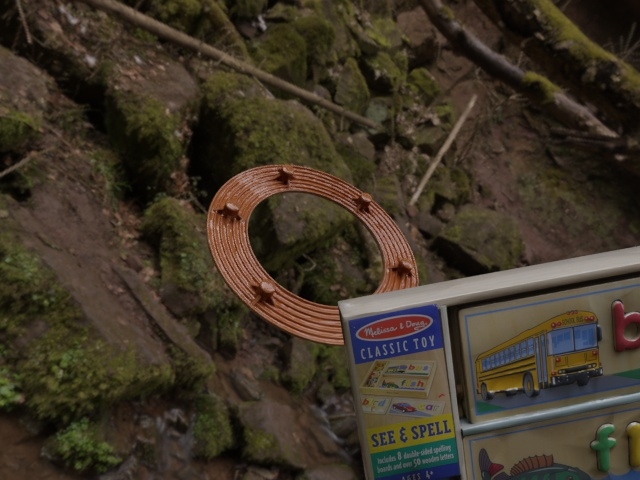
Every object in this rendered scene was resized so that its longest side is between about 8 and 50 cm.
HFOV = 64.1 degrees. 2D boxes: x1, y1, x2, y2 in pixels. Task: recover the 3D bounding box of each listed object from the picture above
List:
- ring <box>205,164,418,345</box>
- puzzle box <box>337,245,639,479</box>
[{"bbox_3d":[0.000,0.000,0.755,0.336,0.032,0.337,16,46,-17],"label":"ring"},{"bbox_3d":[0.237,0.157,0.516,0.052,0.408,0.272,-114,-167,-79],"label":"puzzle box"}]
